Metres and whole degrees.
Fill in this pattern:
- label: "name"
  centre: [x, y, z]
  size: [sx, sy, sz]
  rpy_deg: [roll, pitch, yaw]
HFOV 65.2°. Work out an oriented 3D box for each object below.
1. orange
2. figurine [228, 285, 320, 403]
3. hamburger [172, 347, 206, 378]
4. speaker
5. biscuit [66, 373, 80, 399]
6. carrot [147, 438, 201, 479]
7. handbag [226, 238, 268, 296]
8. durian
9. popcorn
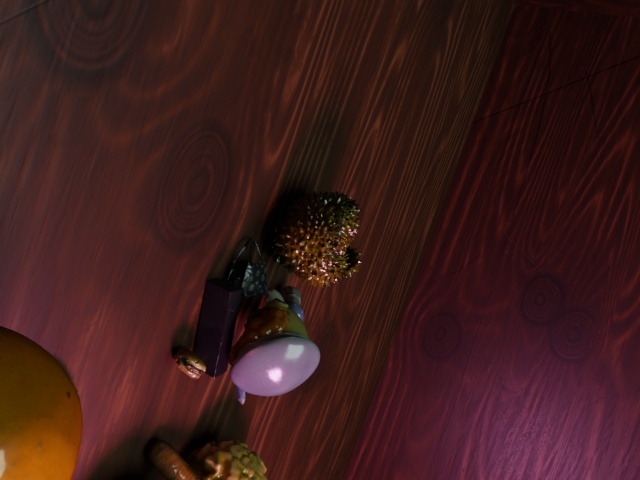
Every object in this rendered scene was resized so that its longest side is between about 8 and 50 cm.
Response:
- label: "orange"
  centre: [-0.444, 0.238, 0.570]
  size: [0.312, 0.312, 0.311]
  rpy_deg: [-42, 143, -43]
- label: "figurine"
  centre: [-0.088, 0.224, 1.268]
  size: [0.224, 0.205, 0.381]
  rpy_deg: [-60, -175, 32]
- label: "hamburger"
  centre: [-0.292, 0.275, 1.122]
  size: [0.044, 0.083, 0.076]
  rpy_deg: [-50, 119, -18]
- label: "speaker"
  centre: [-0.245, 0.203, 1.169]
  size: [0.044, 0.082, 0.217]
  rpy_deg: [-11, 116, -60]
- label: "biscuit"
  centre: [-0.493, 0.304, 0.817]
  size: [0.220, 0.033, 0.219]
  rpy_deg: [-41, 141, -44]
- label: "carrot"
  centre: [-0.328, 0.539, 1.159]
  size: [0.060, 0.186, 0.060]
  rpy_deg: [-41, -176, 4]
- label: "handbag"
  centre: [-0.177, 0.064, 1.227]
  size: [0.115, 0.072, 0.139]
  rpy_deg: [6, 90, -64]
- label: "durian"
  centre: [-0.003, -0.011, 1.325]
  size: [0.293, 0.259, 0.257]
  rpy_deg: [-35, 139, -64]
- label: "popcorn"
  centre: [-0.248, 0.674, 1.332]
  size: [0.264, 0.225, 0.332]
  rpy_deg: [-63, 153, -14]
